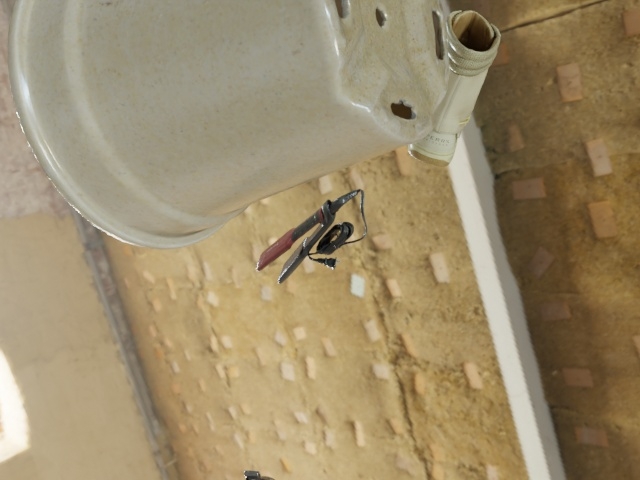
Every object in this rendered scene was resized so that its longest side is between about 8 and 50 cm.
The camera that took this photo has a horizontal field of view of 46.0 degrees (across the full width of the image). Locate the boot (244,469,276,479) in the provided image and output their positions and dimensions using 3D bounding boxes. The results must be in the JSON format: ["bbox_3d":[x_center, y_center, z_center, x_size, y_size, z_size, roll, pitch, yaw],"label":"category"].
[{"bbox_3d":[-0.093,0.436,1.007,0.229,0.091,0.263,90,-2,-78],"label":"boot"}]

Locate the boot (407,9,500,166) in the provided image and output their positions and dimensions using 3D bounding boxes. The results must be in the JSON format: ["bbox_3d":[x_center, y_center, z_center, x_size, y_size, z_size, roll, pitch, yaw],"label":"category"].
[{"bbox_3d":[0.205,-0.259,1.161,0.095,0.262,0.204,18,-53,3],"label":"boot"}]

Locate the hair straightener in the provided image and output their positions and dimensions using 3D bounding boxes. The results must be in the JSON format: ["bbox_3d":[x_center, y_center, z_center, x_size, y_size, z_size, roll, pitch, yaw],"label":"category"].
[{"bbox_3d":[0.000,0.000,1.106,0.089,0.047,0.230,34,-50,-17],"label":"hair straightener"}]

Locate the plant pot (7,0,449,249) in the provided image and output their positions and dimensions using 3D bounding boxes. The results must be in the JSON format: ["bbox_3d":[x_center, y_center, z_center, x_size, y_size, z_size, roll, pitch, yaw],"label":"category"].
[{"bbox_3d":[-0.060,-0.172,0.716,0.305,0.333,0.334,-8,-77,35],"label":"plant pot"}]
